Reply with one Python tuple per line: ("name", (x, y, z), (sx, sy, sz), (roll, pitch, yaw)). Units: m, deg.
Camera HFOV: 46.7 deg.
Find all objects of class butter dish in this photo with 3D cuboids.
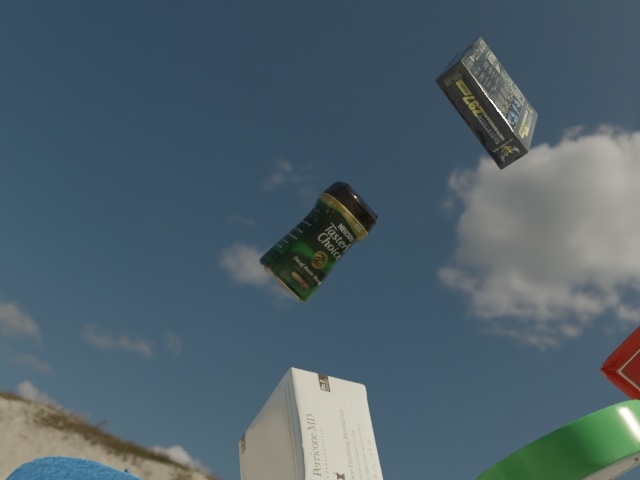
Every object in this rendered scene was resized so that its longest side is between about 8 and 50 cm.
("butter dish", (0.722, 0.269, 1.663), (0.160, 0.118, 0.160), (40, -80, -2))

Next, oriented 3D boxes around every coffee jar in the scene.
("coffee jar", (0.000, 0.000, 1.139), (0.096, 0.184, 0.079), (45, -8, -23))

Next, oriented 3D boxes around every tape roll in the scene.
("tape roll", (0.388, 0.367, 1.184), (0.321, 0.077, 0.321), (-20, -30, -12))

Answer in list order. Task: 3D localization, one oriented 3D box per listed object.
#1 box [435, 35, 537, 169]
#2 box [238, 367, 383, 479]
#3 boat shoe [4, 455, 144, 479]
("box", (0.288, -0.239, 1.257), (0.059, 0.233, 0.183), (-35, -80, 31))
("box", (-0.018, 0.299, 0.972), (0.119, 0.181, 0.182), (18, -55, -22))
("boat shoe", (-0.061, 0.207, 0.351), (0.258, 0.109, 0.089), (43, -46, -7))
